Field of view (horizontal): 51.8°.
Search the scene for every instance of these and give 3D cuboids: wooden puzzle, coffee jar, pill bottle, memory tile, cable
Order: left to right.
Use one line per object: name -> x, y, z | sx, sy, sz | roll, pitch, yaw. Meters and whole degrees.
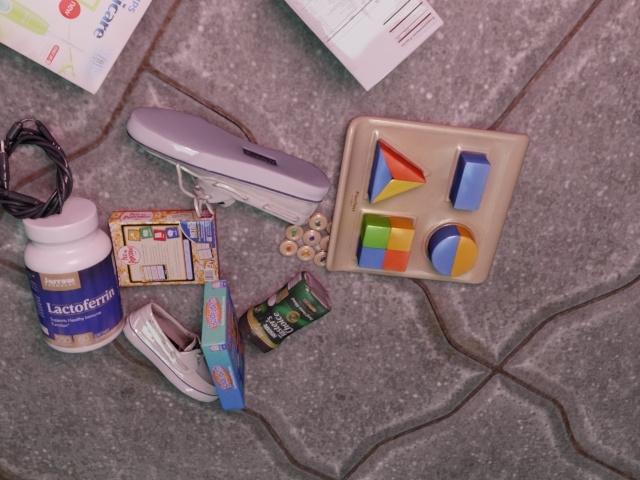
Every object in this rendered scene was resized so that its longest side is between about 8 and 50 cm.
cable -> -0.498, -0.111, 1.122 | 0.150, 0.047, 0.184 | -40, 74, 3
pill bottle -> -0.458, 0.062, 1.219 | 0.153, 0.153, 0.265 | -2, 120, -3
coffee jar -> -0.075, 0.149, 1.339 | 0.184, 0.079, 0.096 | -36, 116, 16
memory tile -> 0.000, 0.000, 1.298 | 0.148, 0.012, 0.113 | 16, 117, -14
wooden puzzle -> 0.200, -0.057, 1.234 | 0.348, 0.080, 0.322 | 4, 119, -9

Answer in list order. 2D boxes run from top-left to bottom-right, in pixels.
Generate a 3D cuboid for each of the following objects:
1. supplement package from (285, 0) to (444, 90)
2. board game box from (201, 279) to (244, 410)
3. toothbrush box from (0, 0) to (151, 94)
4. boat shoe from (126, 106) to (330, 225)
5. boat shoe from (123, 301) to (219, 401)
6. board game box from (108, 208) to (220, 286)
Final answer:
supplement package -> 0.048, -0.370, 0.986 | 0.149, 0.194, 0.203 | -39, 114, 18
board game box -> -0.188, 0.207, 1.294 | 0.047, 0.160, 0.210 | -7, 132, 0
toothbrush box -> -0.407, -0.385, 0.958 | 0.283, 0.122, 0.206 | 29, 109, -30
boat shoe -> -0.176, -0.106, 1.168 | 0.367, 0.136, 0.156 | 17, 120, -24
boat shoe -> -0.284, 0.229, 1.366 | 0.088, 0.096, 0.267 | -35, 108, 20
board game box -> -0.295, 0.015, 1.265 | 0.193, 0.045, 0.147 | -1, 120, -4
